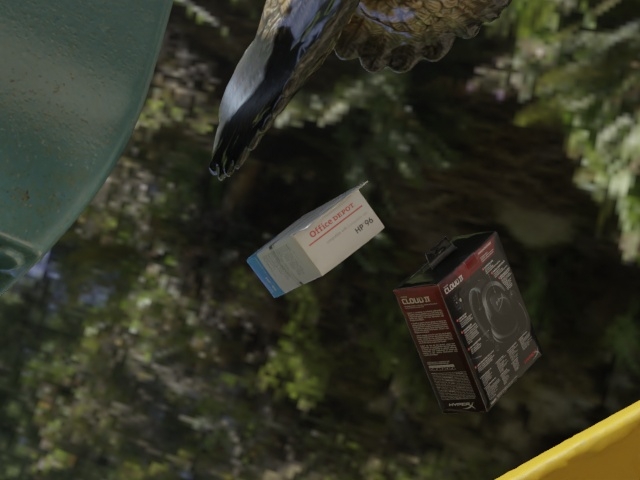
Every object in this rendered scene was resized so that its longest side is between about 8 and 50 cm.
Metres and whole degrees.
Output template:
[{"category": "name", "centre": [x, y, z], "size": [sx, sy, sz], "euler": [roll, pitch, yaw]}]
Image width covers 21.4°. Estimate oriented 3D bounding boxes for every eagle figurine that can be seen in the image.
[{"category": "eagle figurine", "centre": [0.023, -0.201, 0.980], "size": [0.226, 0.225, 0.298], "euler": [-10, -69, -5]}]

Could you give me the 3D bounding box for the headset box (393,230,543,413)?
[{"category": "headset box", "centre": [0.076, 0.039, 0.881], "size": [0.062, 0.032, 0.083], "euler": [-40, -68, -44]}]

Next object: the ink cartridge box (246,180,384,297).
[{"category": "ink cartridge box", "centre": [0.000, 0.000, 0.898], "size": [0.048, 0.083, 0.028], "euler": [-38, -86, -26]}]

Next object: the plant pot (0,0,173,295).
[{"category": "plant pot", "centre": [-0.269, -0.082, 1.158], "size": [0.247, 0.248, 0.252], "euler": [24, -131, -28]}]

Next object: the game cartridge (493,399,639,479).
[{"category": "game cartridge", "centre": [0.192, 0.207, 0.637], "size": [0.323, 0.285, 0.053], "euler": [61, -173, 7]}]
